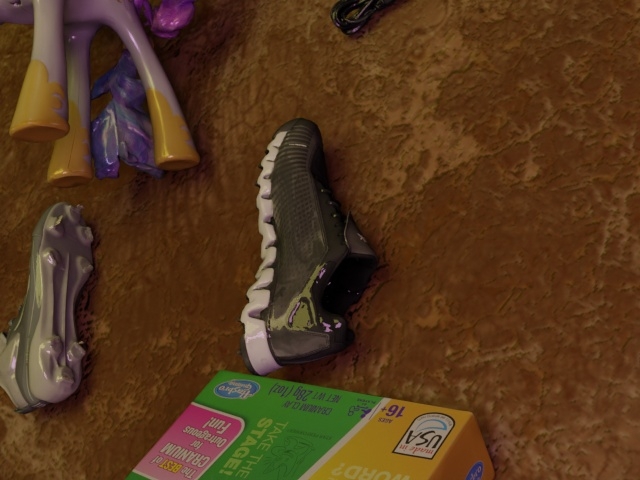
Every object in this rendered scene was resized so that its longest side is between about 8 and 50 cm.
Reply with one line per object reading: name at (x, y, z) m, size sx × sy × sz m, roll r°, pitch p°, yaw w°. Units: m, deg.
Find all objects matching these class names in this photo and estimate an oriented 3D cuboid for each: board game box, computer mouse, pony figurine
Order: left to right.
pony figurine at (-0.219, -0.237, 1.221) m, size 0.302 × 0.351 × 0.364 m, roll -20°, pitch 74°, yaw 30°
board game box at (-0.058, 0.228, 0.900) m, size 0.242 × 0.064 × 0.316 m, roll 4°, pitch 38°, yaw 36°
computer mouse at (0.028, -0.286, 1.233) m, size 0.106 × 0.042 × 0.193 m, roll -37°, pitch 50°, yaw 14°

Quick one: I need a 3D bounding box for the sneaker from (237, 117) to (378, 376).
sneaker at (0.000, 0.000, 1.078) m, size 0.106 × 0.078 × 0.234 m, roll -6°, pitch 59°, yaw 21°

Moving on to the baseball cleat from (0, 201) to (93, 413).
baseball cleat at (-0.269, 0.062, 1.233) m, size 0.109 × 0.072 × 0.206 m, roll -24°, pitch 50°, yaw 30°
